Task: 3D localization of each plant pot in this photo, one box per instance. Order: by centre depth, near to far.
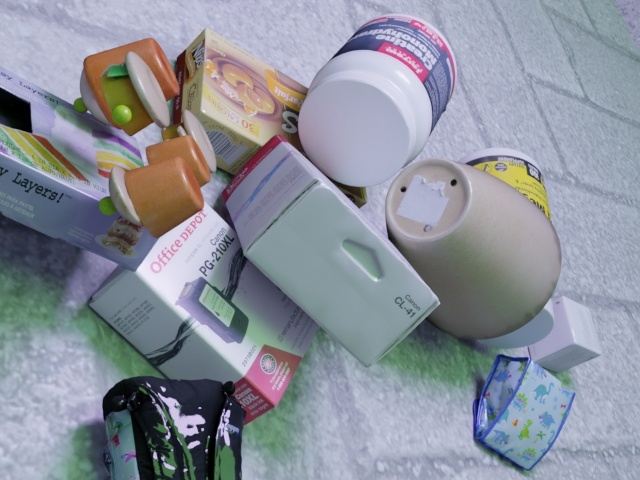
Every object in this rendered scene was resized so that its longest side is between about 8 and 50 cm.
[{"bbox_3d":[0.203,-0.008,1.341,0.274,0.256,0.257,38,34,-57],"label":"plant pot"}]

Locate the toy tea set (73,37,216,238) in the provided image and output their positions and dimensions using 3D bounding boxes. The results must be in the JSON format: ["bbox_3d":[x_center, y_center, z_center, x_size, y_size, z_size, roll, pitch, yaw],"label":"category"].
[{"bbox_3d":[-0.212,-0.111,1.003,0.336,0.124,0.200,-103,168,-71],"label":"toy tea set"}]

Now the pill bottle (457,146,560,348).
[{"bbox_3d":[0.318,0.013,1.575,0.188,0.188,0.334,29,43,-30],"label":"pill bottle"}]

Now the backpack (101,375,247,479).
[{"bbox_3d":[-0.155,0.242,0.943,0.152,0.115,0.182,5,59,-32],"label":"backpack"}]

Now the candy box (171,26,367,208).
[{"bbox_3d":[-0.073,-0.169,1.376,0.316,0.087,0.183,27,44,-32],"label":"candy box"}]

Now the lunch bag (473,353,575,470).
[{"bbox_3d":[0.323,0.280,1.453,0.129,0.096,0.151,34,70,-24],"label":"lunch bag"}]

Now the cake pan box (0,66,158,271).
[{"bbox_3d":[-0.317,-0.099,0.998,0.266,0.070,0.246,28,16,-30],"label":"cake pan box"}]

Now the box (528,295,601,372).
[{"bbox_3d":[0.446,0.176,1.659,0.087,0.102,0.101,24,47,-37],"label":"box"}]

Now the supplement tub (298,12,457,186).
[{"bbox_3d":[0.090,-0.217,1.359,0.191,0.191,0.272,46,36,-10],"label":"supplement tub"}]

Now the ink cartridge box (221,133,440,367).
[{"bbox_3d":[0.000,0.000,1.169,0.226,0.131,0.306,44,6,-18],"label":"ink cartridge box"}]

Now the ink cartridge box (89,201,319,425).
[{"bbox_3d":[-0.134,0.086,1.098,0.237,0.100,0.172,45,38,-11],"label":"ink cartridge box"}]

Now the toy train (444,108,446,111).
[{"bbox_3d":[0.216,-0.259,1.815,0.158,0.027,0.036,-31,96,-53],"label":"toy train"}]
